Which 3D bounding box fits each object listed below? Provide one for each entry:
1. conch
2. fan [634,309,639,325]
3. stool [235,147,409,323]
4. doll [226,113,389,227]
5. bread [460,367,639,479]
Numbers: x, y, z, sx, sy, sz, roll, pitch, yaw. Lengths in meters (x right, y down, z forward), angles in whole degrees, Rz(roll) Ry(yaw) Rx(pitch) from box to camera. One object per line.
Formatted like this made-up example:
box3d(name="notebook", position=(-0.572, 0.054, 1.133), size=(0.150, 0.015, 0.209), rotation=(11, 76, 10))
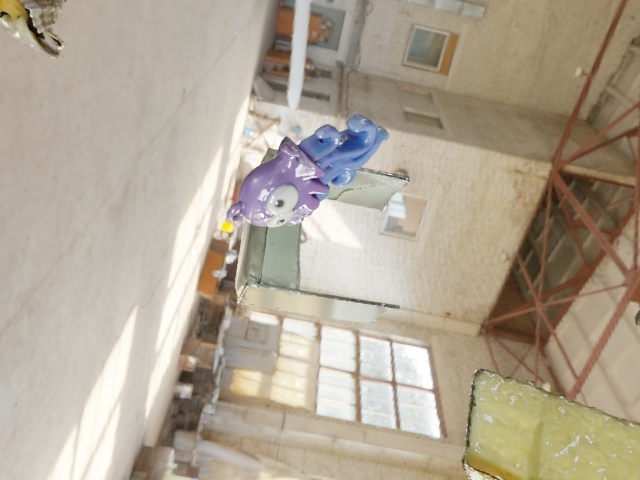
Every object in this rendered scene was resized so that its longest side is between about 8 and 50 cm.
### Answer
box3d(name="conch", position=(-0.383, -0.342, 0.788), size=(0.245, 0.163, 0.178), rotation=(64, 1, 9))
box3d(name="fan", position=(0.423, -0.071, 0.674), size=(0.223, 0.012, 0.294), rotation=(-67, -179, -47))
box3d(name="stool", position=(0.000, 0.000, 1.115), size=(0.170, 0.269, 0.244), rotation=(130, -32, -70))
box3d(name="doll", position=(-0.006, -0.070, 0.618), size=(0.206, 0.067, 0.110), rotation=(-33, 151, -25))
box3d(name="bread", position=(0.419, 0.369, 1.080), size=(0.315, 0.279, 0.248), rotation=(-19, -146, 33))
